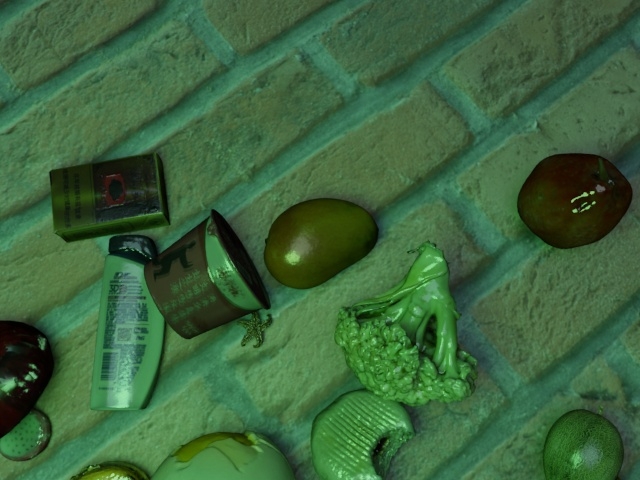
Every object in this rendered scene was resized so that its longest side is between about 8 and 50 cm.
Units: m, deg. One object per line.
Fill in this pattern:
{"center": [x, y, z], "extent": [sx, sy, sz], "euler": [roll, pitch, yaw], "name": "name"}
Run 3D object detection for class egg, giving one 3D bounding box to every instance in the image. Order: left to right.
{"center": [-0.181, 0.494, 0.955], "extent": [0.282, 0.345, 0.283], "euler": [4, 108, 14], "name": "egg"}

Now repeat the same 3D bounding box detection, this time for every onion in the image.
{"center": [-0.643, 0.257, 1.056], "extent": [0.251, 0.219, 0.252], "euler": [-12, 45, 12], "name": "onion"}

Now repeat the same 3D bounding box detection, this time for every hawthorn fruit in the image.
{"center": [0.538, -0.094, 1.172], "extent": [0.210, 0.262, 0.211], "euler": [0, 77, 0], "name": "hawthorn fruit"}

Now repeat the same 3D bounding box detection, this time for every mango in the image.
{"center": [-0.006, -0.004, 1.201], "extent": [0.254, 0.139, 0.176], "euler": [-31, 89, -17], "name": "mango"}

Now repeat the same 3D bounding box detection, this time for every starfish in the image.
{"center": [-0.141, 0.184, 1.199], "extent": [0.078, 0.028, 0.091], "euler": [-10, 70, -2], "name": "starfish"}

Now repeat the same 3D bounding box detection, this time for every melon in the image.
{"center": [0.513, 0.411, 1.092], "extent": [0.139, 0.139, 0.192], "euler": [29, 79, 7], "name": "melon"}

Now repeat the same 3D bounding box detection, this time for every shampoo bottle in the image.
{"center": [-0.394, 0.168, 1.172], "extent": [0.134, 0.078, 0.360], "euler": [1, 74, -5], "name": "shampoo bottle"}

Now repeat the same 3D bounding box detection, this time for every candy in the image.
{"center": [-0.594, 0.389, 1.122], "extent": [0.103, 0.043, 0.103], "euler": [0, 74, 1], "name": "candy"}

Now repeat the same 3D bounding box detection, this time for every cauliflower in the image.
{"center": [0.182, 0.182, 1.089], "extent": [0.281, 0.260, 0.327], "euler": [-45, 51, -7], "name": "cauliflower"}

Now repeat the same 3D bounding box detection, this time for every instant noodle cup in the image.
{"center": [-0.232, 0.078, 1.135], "extent": [0.178, 0.235, 0.235], "euler": [-29, 77, 1], "name": "instant noodle cup"}

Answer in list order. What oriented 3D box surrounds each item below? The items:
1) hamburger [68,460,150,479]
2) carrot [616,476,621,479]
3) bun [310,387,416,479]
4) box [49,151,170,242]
{"center": [-0.407, 0.512, 1.053], "extent": [0.190, 0.118, 0.182], "euler": [2, 71, -4], "name": "hamburger"}
{"center": [0.538, 0.526, 1.110], "extent": [0.170, 0.042, 0.042], "euler": [-30, 77, -9], "name": "carrot"}
{"center": [0.085, 0.401, 1.091], "extent": [0.212, 0.127, 0.204], "euler": [-26, 50, -14], "name": "bun"}
{"center": [-0.469, -0.098, 1.250], "extent": [0.239, 0.071, 0.160], "euler": [-10, 73, -3], "name": "box"}
